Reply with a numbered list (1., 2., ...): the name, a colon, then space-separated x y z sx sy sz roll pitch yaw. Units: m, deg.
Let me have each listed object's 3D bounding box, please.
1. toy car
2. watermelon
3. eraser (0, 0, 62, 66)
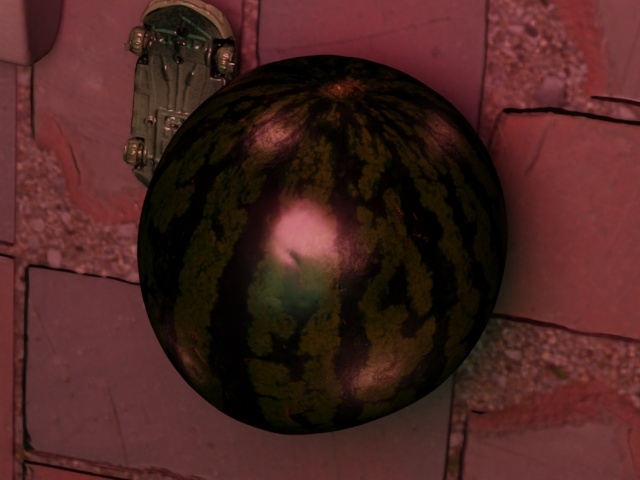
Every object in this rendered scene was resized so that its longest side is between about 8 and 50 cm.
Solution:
1. toy car: -0.109 -0.120 1.625 0.093 0.058 0.186 13 124 11
2. watermelon: 0.000 0.000 1.519 0.285 0.285 0.285 5 111 14
3. eraser: -0.356 -0.260 1.623 0.290 0.104 0.189 11 108 11
